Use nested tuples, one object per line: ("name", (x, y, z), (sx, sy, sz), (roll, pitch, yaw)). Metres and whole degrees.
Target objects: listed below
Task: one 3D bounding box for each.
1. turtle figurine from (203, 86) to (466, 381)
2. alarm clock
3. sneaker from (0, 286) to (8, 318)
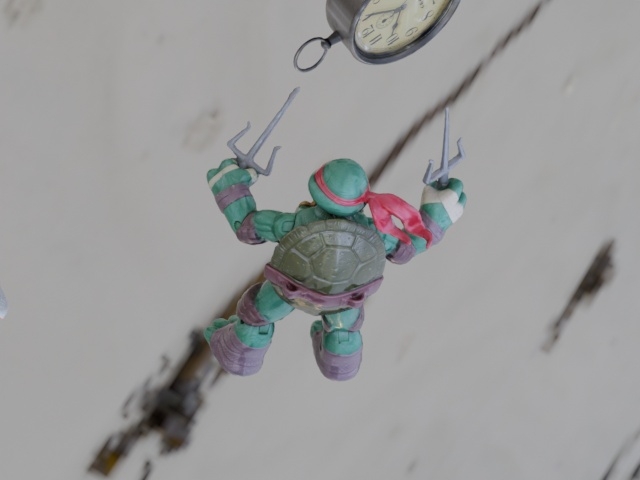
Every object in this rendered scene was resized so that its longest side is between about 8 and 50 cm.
("turtle figurine", (0.000, 0.000, 1.227), (0.118, 0.175, 0.234), (-74, -178, -48))
("alarm clock", (0.051, -0.219, 1.688), (0.192, 0.064, 0.129), (-37, 152, -8))
("sneaker", (-0.381, 0.032, 1.904), (0.065, 0.158, 0.061), (-31, 137, 4))
